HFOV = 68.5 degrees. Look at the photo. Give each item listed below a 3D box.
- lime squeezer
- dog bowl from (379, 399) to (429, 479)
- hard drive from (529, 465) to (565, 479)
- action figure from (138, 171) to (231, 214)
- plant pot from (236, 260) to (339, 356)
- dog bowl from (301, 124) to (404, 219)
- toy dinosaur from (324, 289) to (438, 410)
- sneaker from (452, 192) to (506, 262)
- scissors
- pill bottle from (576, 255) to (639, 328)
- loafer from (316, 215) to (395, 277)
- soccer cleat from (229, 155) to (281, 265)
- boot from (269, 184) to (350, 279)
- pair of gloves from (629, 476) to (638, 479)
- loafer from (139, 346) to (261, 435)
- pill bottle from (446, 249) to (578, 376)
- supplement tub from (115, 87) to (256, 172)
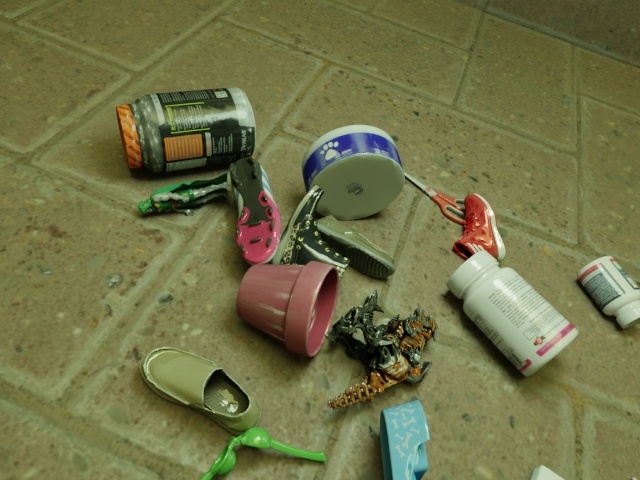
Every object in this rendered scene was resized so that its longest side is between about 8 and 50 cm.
[{"bbox_3d":[-0.147,0.412,0.862,0.310,0.059,0.110,-15,97,-25],"label":"lime squeezer"},{"bbox_3d":[0.159,0.441,0.849,0.074,0.166,0.297,-2,52,0],"label":"dog bowl"},{"bbox_3d":[0.441,0.629,0.833,0.233,0.047,0.353,34,52,14],"label":"hard drive"},{"bbox_3d":[-0.348,-0.108,1.207,0.232,0.137,0.063,-14,69,-14],"label":"action figure"},{"bbox_3d":[-0.074,0.134,1.028,0.180,0.201,0.201,12,48,17],"label":"plant pot"},{"bbox_3d":[0.086,-0.173,1.255,0.265,0.265,0.104,-1,55,-14],"label":"dog bowl"},{"bbox_3d":[0.136,0.237,1.020,0.218,0.164,0.322,49,34,5],"label":"toy dinosaur"},{"bbox_3d":[0.429,-0.036,1.334,0.128,0.087,0.221,-7,61,-18],"label":"sneaker"},{"bbox_3d":[0.342,-0.141,1.450,0.297,0.021,0.109,29,53,8],"label":"scissors"},{"bbox_3d":[0.800,0.142,1.277,0.108,0.108,0.180,-9,54,-20],"label":"pill bottle"},{"bbox_3d":[0.091,0.005,1.222,0.251,0.094,0.087,32,56,13],"label":"loafer"},{"bbox_3d":[-0.152,-0.065,1.190,0.116,0.143,0.331,-17,57,6],"label":"soccer cleat"},{"bbox_3d":[0.000,0.001,1.162,0.178,0.085,0.236,27,88,4],"label":"boot"},{"bbox_3d":[0.666,0.562,0.925,0.159,0.023,0.198,-12,56,-51],"label":"pair of gloves"},{"bbox_3d":[-0.231,0.280,0.920,0.268,0.092,0.102,26,48,6],"label":"loafer"},{"bbox_3d":[0.452,0.168,1.136,0.160,0.160,0.283,-25,61,-30],"label":"pill bottle"},{"bbox_3d":[-0.364,-0.301,1.286,0.338,0.207,0.207,-12,56,-23],"label":"supplement tub"}]
